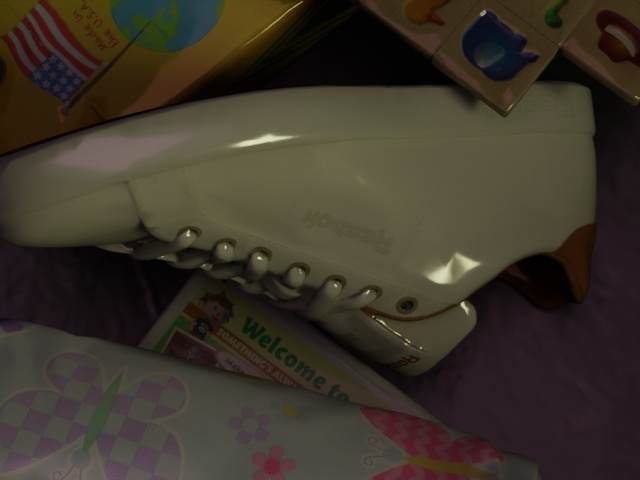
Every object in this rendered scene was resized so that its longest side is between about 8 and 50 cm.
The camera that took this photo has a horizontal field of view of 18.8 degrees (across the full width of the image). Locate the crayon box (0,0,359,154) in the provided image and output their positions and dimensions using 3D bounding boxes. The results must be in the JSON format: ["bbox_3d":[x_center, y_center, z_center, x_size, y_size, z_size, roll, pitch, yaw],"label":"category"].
[{"bbox_3d":[-0.067,-0.174,0.896,0.318,0.081,0.202,-38,80,-8],"label":"crayon box"}]

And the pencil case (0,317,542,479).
[{"bbox_3d":[-0.046,0.116,0.790,0.273,0.113,0.124,16,62,6],"label":"pencil case"}]

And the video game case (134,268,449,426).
[{"bbox_3d":[-0.024,0.142,0.855,0.212,0.023,0.193,36,80,9],"label":"video game case"}]

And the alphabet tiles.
[{"bbox_3d":[0.073,-0.170,0.837,0.237,0.009,0.198,37,69,5],"label":"alphabet tiles"}]

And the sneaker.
[{"bbox_3d":[0.000,0.000,0.806,0.290,0.106,0.123,-5,87,-27],"label":"sneaker"}]
